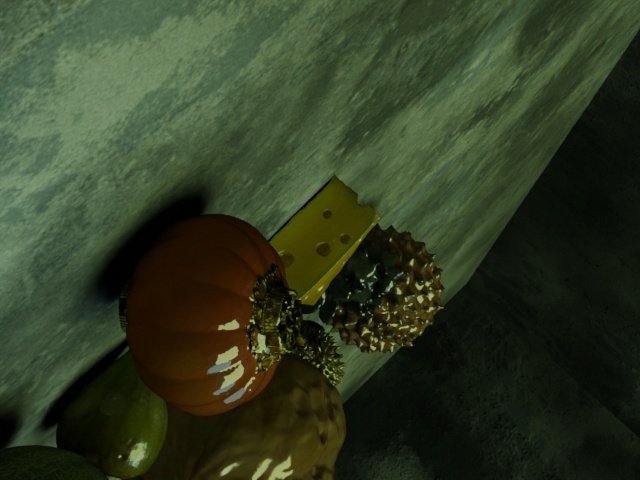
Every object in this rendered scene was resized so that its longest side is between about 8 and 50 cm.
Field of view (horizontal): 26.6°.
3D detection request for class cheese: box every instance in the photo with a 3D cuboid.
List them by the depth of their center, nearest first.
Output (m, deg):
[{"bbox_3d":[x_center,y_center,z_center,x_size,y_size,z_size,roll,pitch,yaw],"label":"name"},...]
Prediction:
[{"bbox_3d":[0.000,0.000,1.938,0.171,0.093,0.126,-50,168,5],"label":"cheese"}]

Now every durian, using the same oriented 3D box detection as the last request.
[{"bbox_3d":[-0.050,0.189,2.269,0.237,0.193,0.138,114,-11,-55],"label":"durian"}]

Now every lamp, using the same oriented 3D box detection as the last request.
[{"bbox_3d":[-0.120,0.081,1.491,0.223,0.196,0.223,4,90,-70],"label":"lamp"}]

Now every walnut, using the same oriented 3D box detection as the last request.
[{"bbox_3d":[-0.134,0.325,2.017,0.398,0.308,0.354,-16,114,-70],"label":"walnut"}]

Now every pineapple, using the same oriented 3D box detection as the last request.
[{"bbox_3d":[0.067,0.069,2.203,0.223,0.223,0.357,-49,161,7],"label":"pineapple"}]

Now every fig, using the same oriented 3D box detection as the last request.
[{"bbox_3d":[-0.259,0.202,1.674,0.126,0.133,0.185,-8,103,-50],"label":"fig"}]

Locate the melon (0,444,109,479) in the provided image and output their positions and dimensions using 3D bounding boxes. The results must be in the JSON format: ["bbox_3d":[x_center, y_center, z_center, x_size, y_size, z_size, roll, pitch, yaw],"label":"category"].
[{"bbox_3d":[-0.344,0.351,1.487,0.301,0.237,0.237,-36,164,-47],"label":"melon"}]
